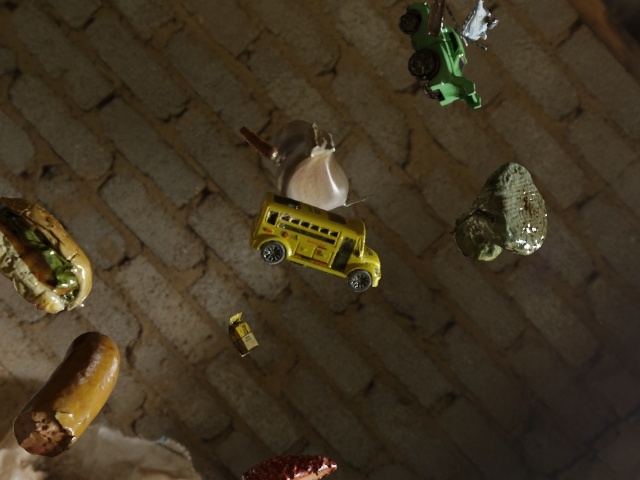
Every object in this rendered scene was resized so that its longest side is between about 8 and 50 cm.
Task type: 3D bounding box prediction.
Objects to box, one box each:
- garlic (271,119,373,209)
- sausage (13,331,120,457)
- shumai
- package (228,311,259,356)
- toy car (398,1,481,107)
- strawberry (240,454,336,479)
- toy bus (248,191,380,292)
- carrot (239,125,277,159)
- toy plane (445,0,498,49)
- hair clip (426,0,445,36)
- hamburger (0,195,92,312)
[{"bbox_3d":[-0.026,-0.225,1.997,0.340,0.246,0.231,42,21,-50],"label":"garlic"},{"bbox_3d":[-0.397,0.235,1.047,0.109,0.109,0.270,47,13,-15],"label":"sausage"},{"bbox_3d":[0.543,-0.071,2.035,0.309,0.263,0.303,17,60,-39],"label":"shumai"},{"bbox_3d":[-0.257,0.304,2.068,0.131,0.047,0.071,61,26,0],"label":"package"},{"bbox_3d":[0.375,-0.580,2.024,0.213,0.177,0.358,21,56,-65],"label":"toy car"},{"bbox_3d":[-0.082,0.472,1.259,0.208,0.167,0.087,-8,52,-43],"label":"strawberry"},{"bbox_3d":[0.000,0.000,1.548,0.330,0.152,0.144,18,18,-11],"label":"toy bus"},{"bbox_3d":[-0.126,-0.197,1.299,0.093,0.032,0.032,39,1,12],"label":"carrot"},{"bbox_3d":[0.440,-0.652,1.812,0.182,0.107,0.273,56,-5,31],"label":"toy plane"},{"bbox_3d":[0.340,-0.726,1.785,0.173,0.069,0.300,28,-40,27],"label":"hair clip"},{"bbox_3d":[-0.626,0.053,1.457,0.209,0.162,0.329,26,-29,52],"label":"hamburger"}]
